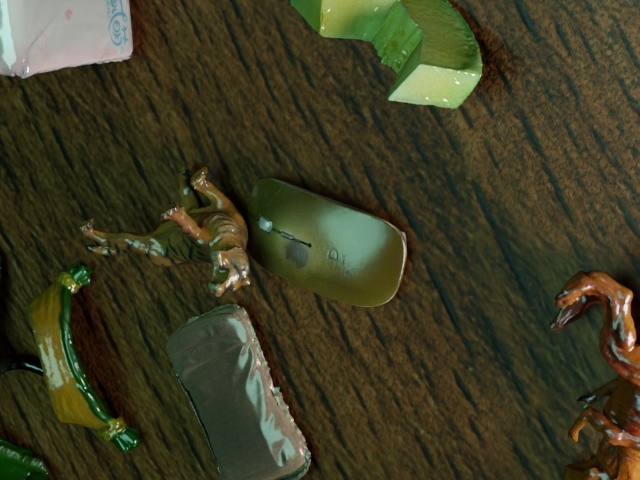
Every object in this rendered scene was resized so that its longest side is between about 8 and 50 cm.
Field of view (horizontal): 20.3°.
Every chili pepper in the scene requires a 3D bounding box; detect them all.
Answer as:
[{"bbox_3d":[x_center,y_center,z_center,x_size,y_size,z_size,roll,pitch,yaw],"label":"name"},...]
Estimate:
[{"bbox_3d":[-0.428,0.285,2.175,0.216,0.062,0.108,25,115,-1],"label":"chili pepper"}]

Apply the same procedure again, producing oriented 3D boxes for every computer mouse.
[{"bbox_3d":[-0.001,0.000,1.868,0.199,0.045,0.102,22,110,26],"label":"computer mouse"}]

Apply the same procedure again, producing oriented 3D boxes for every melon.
[{"bbox_3d":[0.068,-0.205,1.733,0.209,0.118,0.064,49,137,27],"label":"melon"}]

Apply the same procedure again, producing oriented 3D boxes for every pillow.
[{"bbox_3d":[-0.093,0.178,1.980,0.135,0.034,0.211,-24,86,38],"label":"pillow"}]

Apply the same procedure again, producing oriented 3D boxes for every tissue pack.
[{"bbox_3d":[-0.306,-0.315,1.897,0.124,0.201,0.271,4,104,40],"label":"tissue pack"}]

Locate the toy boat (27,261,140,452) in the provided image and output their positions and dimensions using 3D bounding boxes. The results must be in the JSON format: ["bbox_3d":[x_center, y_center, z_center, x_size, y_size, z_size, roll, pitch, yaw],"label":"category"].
[{"bbox_3d":[-0.278,0.142,2.072,0.088,0.089,0.229,-15,93,-4],"label":"toy boat"}]

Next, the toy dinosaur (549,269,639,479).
[{"bbox_3d":[0.317,0.091,1.653,0.208,0.097,0.432,38,124,4],"label":"toy dinosaur"}]

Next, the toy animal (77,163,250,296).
[{"bbox_3d":[-0.165,-0.004,1.957,0.255,0.114,0.116,-6,119,51],"label":"toy animal"}]

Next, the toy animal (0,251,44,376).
[{"bbox_3d":[-0.421,0.154,2.132,0.197,0.160,0.272,27,122,23],"label":"toy animal"}]
